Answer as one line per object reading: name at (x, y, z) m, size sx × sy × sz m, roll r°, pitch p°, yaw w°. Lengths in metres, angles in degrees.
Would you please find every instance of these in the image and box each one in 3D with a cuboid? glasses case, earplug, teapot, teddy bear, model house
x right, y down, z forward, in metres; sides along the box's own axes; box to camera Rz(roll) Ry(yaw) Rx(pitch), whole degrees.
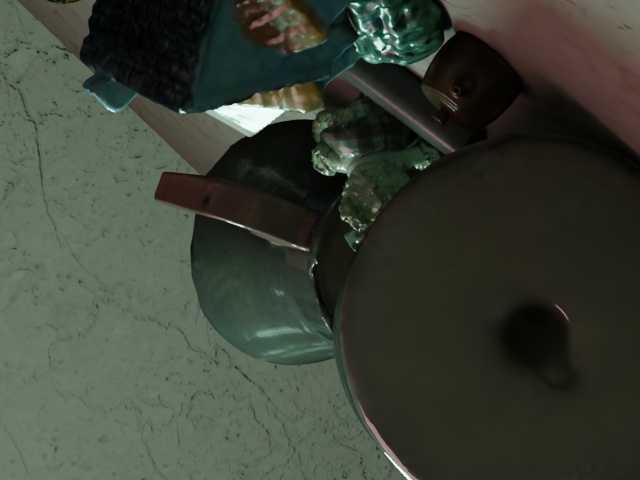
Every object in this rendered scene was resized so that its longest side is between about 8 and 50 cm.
glasses case at (0.085, -0.141, 1.671) m, size 0.190 × 0.042 × 0.072 m, roll 39°, pitch -179°, yaw 20°
earplug at (0.166, 0.080, 1.505) m, size 0.312 × 0.312 × 0.394 m, roll 41°, pitch 177°, yaw 1°
teapot at (0.000, 0.000, 1.954) m, size 0.376 × 0.306 × 0.361 m, roll 21°, pitch 175°, yaw -27°
teddy bear at (0.058, -0.087, 1.724) m, size 0.213 × 0.133 × 0.111 m, roll -98°, pitch 3°, yaw -50°
teapot at (0.119, -0.124, 1.417) m, size 0.076 × 0.068 × 0.121 m, roll 41°, pitch 174°, yaw 4°
model house at (-0.070, -0.177, 1.444) m, size 0.226 × 0.241 × 0.261 m, roll 48°, pitch 171°, yaw -31°

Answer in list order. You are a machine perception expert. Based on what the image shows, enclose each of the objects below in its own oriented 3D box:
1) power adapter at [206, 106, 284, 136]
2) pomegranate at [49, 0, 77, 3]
power adapter at (-0.115, -0.213, 1.649) m, size 0.205 × 0.125 × 0.130 m, roll 30°, pitch 145°, yaw -22°
pomegranate at (-0.316, -0.378, 2.200) m, size 0.138 × 0.163 × 0.126 m, roll 100°, pitch 162°, yaw -66°
